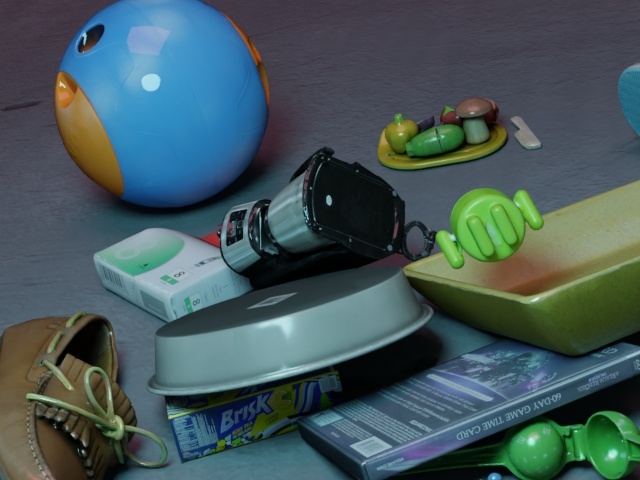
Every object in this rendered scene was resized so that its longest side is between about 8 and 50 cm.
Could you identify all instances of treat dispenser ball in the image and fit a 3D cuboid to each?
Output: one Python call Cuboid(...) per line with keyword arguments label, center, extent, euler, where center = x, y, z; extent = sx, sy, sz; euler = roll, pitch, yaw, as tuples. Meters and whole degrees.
Cuboid(label="treat dispenser ball", center=(-0.212, -0.188, 1.779), extent=(0.288, 0.288, 0.288), euler=(-10, 26, 5))

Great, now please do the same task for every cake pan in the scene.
Cuboid(label="cake pan", center=(-0.036, 0.084, 1.309), extent=(0.293, 0.054, 0.293), euler=(-15, 5, 1))

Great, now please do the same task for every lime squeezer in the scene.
Cuboid(label="lime squeezer", center=(0.195, 0.182, 1.094), extent=(0.310, 0.058, 0.110), euler=(-8, 17, 35))

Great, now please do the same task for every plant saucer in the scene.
Cuboid(label="plant saucer", center=(0.284, 0.023, 1.295), extent=(0.333, 0.081, 0.333), euler=(-20, 9, -14))

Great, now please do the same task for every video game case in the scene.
Cuboid(label="video game case", center=(0.131, 0.140, 1.198), extent=(0.274, 0.026, 0.196), euler=(-19, 8, -15))

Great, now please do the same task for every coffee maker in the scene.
Cuboid(label="coffee maker", center=(0.000, 0.000, 1.456), extent=(0.178, 0.171, 0.120), euler=(-25, 27, 51))

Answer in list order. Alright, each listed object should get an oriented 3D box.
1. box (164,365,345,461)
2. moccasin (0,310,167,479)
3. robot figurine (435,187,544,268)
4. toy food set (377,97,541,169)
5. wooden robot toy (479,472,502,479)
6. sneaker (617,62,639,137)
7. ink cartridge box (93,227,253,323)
Cuboid(label="box", center=(-0.063, 0.157, 1.284), extent=(0.169, 0.054, 0.059), euler=(-14, 26, -6))
Cuboid(label="moccasin", center=(-0.234, 0.172, 1.257), extent=(0.147, 0.139, 0.380), euler=(-23, 17, -1))
Cuboid(label="robot figurine", center=(0.162, -0.016, 1.290), extent=(0.101, 0.067, 0.115), euler=(-29, 7, 3))
Cuboid(label="toy food set", center=(0.180, -0.160, 1.798), extent=(0.218, 0.071, 0.128), euler=(-10, 26, 5))
Cuboid(label="wooden robot toy", center=(0.190, 0.236, 1.025), extent=(0.173, 0.076, 0.079), euler=(5, 66, 31))
Cuboid(label="sneaker", center=(0.533, -0.164, 1.594), extent=(0.208, 0.127, 0.319), euler=(-29, 40, -27))
Cuboid(label="ink cartridge box", center=(-0.135, 0.015, 1.609), extent=(0.225, 0.056, 0.181), euler=(-30, 31, -29))
